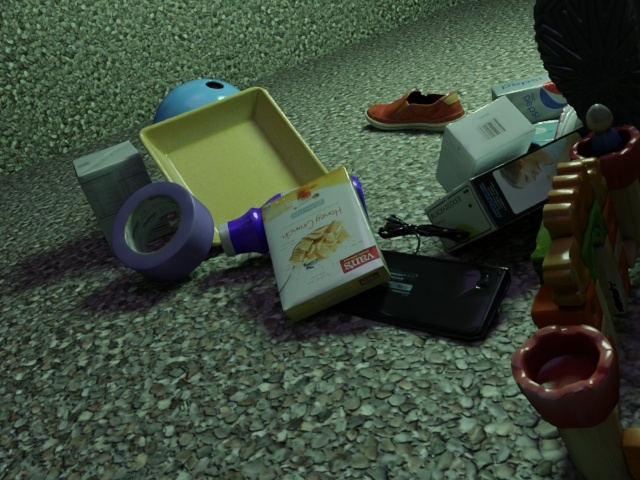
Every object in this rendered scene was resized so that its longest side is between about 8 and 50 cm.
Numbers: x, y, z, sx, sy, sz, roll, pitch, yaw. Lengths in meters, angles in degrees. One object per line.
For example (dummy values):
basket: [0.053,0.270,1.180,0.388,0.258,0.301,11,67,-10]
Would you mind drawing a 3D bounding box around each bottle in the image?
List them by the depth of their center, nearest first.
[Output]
bottle: [-0.052,-0.037,1.144,0.283,0.118,0.092,-16,26,0]

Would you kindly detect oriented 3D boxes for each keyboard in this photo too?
keyboard: [0.139,0.046,0.925,0.317,0.033,0.201,9,57,40]

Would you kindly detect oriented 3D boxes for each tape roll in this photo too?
tape roll: [-0.312,-0.017,1.184,0.189,0.080,0.189,-8,65,17]

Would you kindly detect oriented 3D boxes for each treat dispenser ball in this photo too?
treat dispenser ball: [-0.297,-0.280,1.578,0.288,0.288,0.288,-13,26,6]

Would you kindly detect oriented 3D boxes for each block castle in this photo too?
block castle: [0.380,0.010,0.588,0.303,0.213,0.453,-10,32,38]

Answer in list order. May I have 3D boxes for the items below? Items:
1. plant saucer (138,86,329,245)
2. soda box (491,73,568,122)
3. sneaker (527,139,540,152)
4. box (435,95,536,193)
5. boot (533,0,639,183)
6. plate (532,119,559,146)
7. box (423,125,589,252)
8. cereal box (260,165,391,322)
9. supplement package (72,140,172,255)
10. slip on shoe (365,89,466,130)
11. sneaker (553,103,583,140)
plant saucer: [-0.192,-0.165,1.367,0.333,0.081,0.333,-28,72,-25]
soda box: [0.576,-0.358,1.466,0.286,0.091,0.098,-10,26,12]
sneaker: [0.364,-0.162,1.217,0.209,0.069,0.082,-29,31,-26]
box: [0.295,-0.155,1.090,0.130,0.170,0.091,-29,66,-11]
boot: [0.560,-0.299,0.971,0.445,0.367,0.146,-24,2,-35]
plate: [0.514,-0.238,1.336,0.188,0.024,0.188,-13,26,7]
box: [0.336,-0.090,0.983,0.290,0.087,0.169,-24,-6,-20]
cereal box: [0.000,0.000,0.985,0.173,0.047,0.240,-26,47,8]
supplement package: [-0.476,-0.107,1.429,0.149,0.203,0.194,-24,26,-16]
slip on shoe: [0.256,-0.369,1.663,0.123,0.101,0.331,-34,30,-31]
sneaker: [0.562,-0.238,1.217,0.111,0.103,0.252,34,66,28]
